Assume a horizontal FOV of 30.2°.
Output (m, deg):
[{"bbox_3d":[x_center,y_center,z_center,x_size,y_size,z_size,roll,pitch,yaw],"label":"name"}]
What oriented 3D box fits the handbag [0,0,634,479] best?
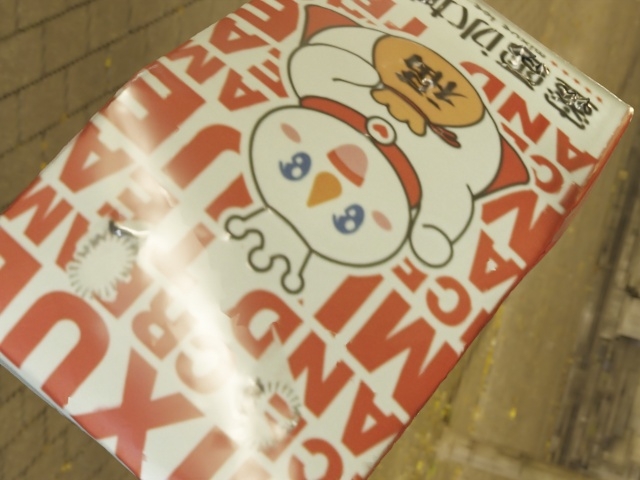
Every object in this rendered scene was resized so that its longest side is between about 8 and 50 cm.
[{"bbox_3d":[0.000,0.000,0.495,0.151,0.171,0.298,-56,174,38],"label":"handbag"}]
